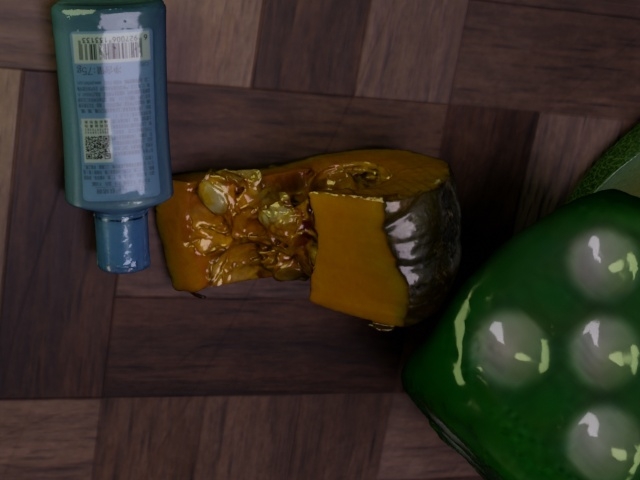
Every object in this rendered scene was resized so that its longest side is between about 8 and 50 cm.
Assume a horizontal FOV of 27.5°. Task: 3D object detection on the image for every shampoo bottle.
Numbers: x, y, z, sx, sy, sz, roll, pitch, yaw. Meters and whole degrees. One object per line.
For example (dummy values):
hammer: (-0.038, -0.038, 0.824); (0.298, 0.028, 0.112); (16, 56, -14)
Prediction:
shampoo bottle: (-0.190, -0.094, 1.216); (0.104, 0.061, 0.258); (-4, 111, -11)

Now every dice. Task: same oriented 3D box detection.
dice: (0.280, 0.150, 1.328); (0.300, 0.287, 0.297); (-40, 159, -6)

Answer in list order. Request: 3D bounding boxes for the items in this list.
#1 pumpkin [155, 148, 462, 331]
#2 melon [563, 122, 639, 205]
pumpkin: (0.000, 0.001, 1.262); (0.280, 0.190, 0.139); (-10, 114, -18)
melon: (0.333, -0.049, 1.479); (0.262, 0.053, 0.114); (-45, 138, 3)
